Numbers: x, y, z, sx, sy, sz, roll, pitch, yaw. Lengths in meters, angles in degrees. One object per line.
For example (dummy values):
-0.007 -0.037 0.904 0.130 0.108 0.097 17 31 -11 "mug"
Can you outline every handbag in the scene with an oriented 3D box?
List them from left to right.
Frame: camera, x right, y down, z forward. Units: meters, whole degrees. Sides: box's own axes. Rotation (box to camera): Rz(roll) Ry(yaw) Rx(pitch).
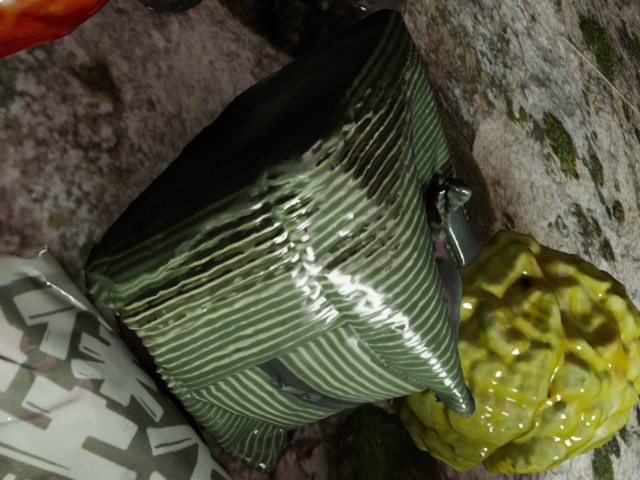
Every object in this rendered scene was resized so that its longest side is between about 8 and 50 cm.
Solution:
0.000 0.000 0.608 0.240 0.247 0.340 56 27 -21 "handbag"

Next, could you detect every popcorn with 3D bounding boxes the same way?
0.187 0.119 0.774 0.258 0.271 0.223 44 26 -63 "popcorn"

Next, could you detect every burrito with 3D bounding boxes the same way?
-0.119 0.178 0.515 0.445 0.101 0.139 53 44 -22 "burrito"

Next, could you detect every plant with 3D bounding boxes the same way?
0.020 -0.327 0.858 0.146 0.149 0.274 32 53 -60 "plant"

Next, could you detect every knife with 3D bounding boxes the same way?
-0.114 0.141 0.607 0.035 0.018 0.247 -30 97 -49 "knife"

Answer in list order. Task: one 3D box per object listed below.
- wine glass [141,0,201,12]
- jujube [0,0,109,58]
-0.135 -0.291 0.707 0.072 0.072 0.155 22 59 -46 "wine glass"
-0.246 -0.190 0.438 0.290 0.197 0.197 -16 89 -38 "jujube"
